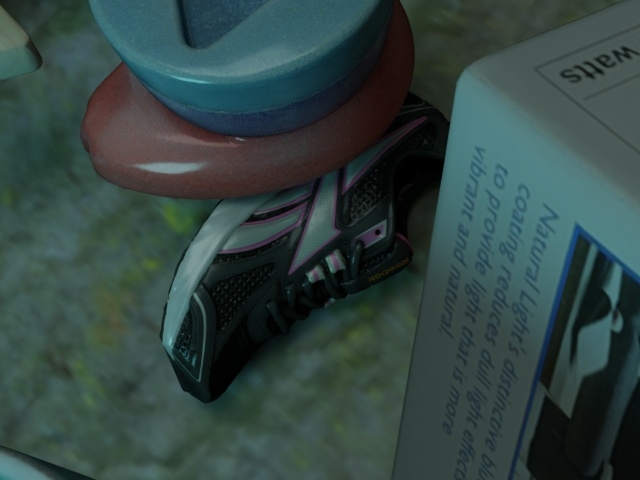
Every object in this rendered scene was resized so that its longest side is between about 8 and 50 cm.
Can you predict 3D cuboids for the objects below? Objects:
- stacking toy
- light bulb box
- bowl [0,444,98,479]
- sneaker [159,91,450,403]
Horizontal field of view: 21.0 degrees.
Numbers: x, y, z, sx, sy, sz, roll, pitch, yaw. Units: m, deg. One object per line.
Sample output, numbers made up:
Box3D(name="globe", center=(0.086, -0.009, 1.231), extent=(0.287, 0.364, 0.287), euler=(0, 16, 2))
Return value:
Box3D(name="stacking toy", center=(-0.078, -0.185, 0.776), extent=(0.279, 0.130, 0.309), euler=(4, 63, 12))
Box3D(name="light bulb box", center=(0.266, 0.075, 0.462), extent=(0.358, 0.225, 0.361), euler=(-24, 50, -28))
Box3D(name="bowl", center=(-0.038, 0.212, 0.474), extent=(0.311, 0.163, 0.311), euler=(-10, 76, 48))
Box3D(name="sneaker", center=(0.000, 0.000, 0.776), extent=(0.077, 0.072, 0.178), euler=(31, 80, 21))
